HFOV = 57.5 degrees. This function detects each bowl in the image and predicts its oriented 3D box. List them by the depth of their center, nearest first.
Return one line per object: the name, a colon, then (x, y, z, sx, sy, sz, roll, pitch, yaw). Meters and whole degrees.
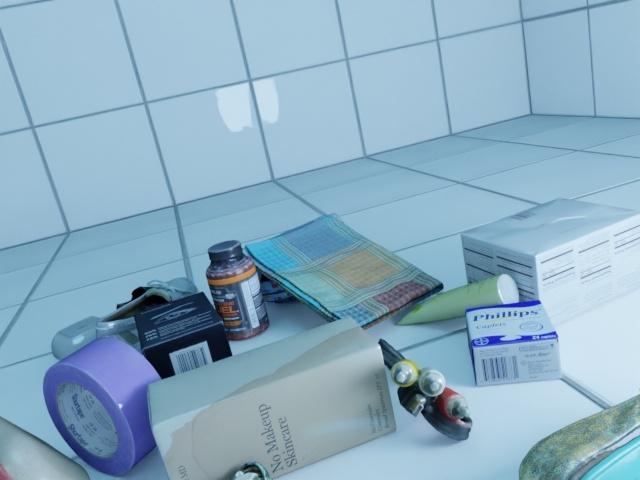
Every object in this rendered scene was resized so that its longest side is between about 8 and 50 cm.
bowl: (-0.544, 0.222, 1.349, 0.142, 0.053, 0.142, 4, 24, 45)

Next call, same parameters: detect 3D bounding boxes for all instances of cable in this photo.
cable: (0.150, 0.199, 0.852, 0.139, 0.072, 0.287, 32, 5, -1)

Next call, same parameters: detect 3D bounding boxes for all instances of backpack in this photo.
backpack: (-0.090, 0.087, 1.354, 0.158, 0.117, 0.173, -10, 20, 10)

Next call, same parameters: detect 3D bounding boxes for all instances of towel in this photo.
towel: (0.037, 0.056, 1.242, 0.271, 0.040, 0.370, -22, 37, -34)

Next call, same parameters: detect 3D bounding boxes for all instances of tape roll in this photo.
tape roll: (-0.316, 0.245, 0.867, 0.189, 0.189, 0.080, -1, 19, 32)

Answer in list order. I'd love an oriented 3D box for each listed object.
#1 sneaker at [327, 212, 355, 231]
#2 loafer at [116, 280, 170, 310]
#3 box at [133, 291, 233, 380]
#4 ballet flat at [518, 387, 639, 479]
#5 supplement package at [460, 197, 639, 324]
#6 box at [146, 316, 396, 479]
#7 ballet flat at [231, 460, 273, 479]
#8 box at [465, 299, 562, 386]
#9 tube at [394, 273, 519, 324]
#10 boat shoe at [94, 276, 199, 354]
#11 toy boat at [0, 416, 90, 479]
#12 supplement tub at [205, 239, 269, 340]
sneaker: (0.000, 0.000, 1.599, 0.153, 0.101, 0.268, -13, 19, -13)
loafer: (-0.427, 0.147, 1.463, 0.080, 0.078, 0.220, -5, 18, 23)
box: (-0.268, 0.196, 1.138, 0.153, 0.108, 0.207, -18, 17, -16)
ballet flat: (0.368, 0.212, 0.642, 0.348, 0.123, 0.123, -18, 17, -18)
supplement package: (0.438, 0.033, 1.104, 0.262, 0.145, 0.204, -18, 18, -20)
box: (-0.067, 0.233, 0.812, 0.311, 0.148, 0.121, -18, 18, -14)
ballet flat: (-0.108, 0.327, 0.668, 0.070, 0.070, 0.188, -7, 18, 18)
box: (0.298, 0.159, 0.919, 0.126, 0.072, 0.137, -8, 16, 11)
tube: (0.246, 0.116, 1.077, 0.070, 0.062, 0.240, 22, -29, -31)
boat shoe: (-0.386, 0.157, 1.327, 0.118, 0.103, 0.320, 9, 26, 23)
toy boat: (-0.423, 0.339, 0.781, 0.231, 0.151, 0.151, 3, 53, 43)
supplement tub: (-0.179, 0.102, 1.226, 0.106, 0.198, 0.106, -12, 16, 3)
